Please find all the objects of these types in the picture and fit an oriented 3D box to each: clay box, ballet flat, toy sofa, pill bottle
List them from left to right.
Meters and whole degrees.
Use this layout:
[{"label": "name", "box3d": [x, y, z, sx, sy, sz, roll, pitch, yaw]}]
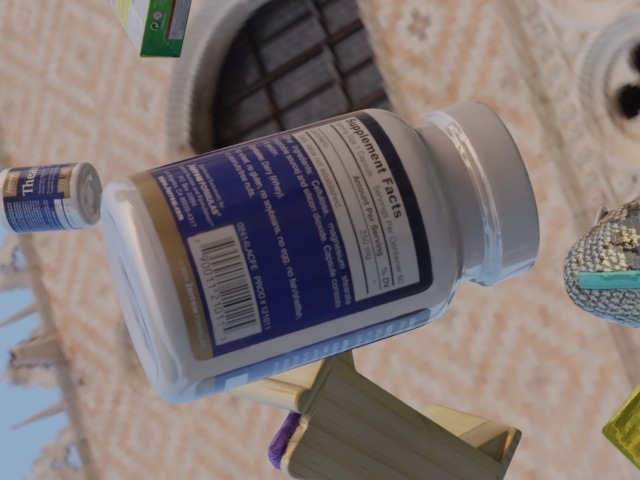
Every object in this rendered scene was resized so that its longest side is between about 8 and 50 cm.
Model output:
[{"label": "pill bottle", "box3d": [-0.283, -0.041, 1.553, 0.067, 0.120, 0.067, -4, -90, -76]}, {"label": "clay box", "box3d": [-0.196, -0.308, 1.703, 0.053, 0.127, 0.222, -2, -143, -24]}, {"label": "pill bottle", "box3d": [0.000, 0.000, 1.033, 0.264, 0.153, 0.153, -16, -99, -14]}, {"label": "toy sofa", "box3d": [0.045, 0.211, 1.712, 0.362, 0.150, 0.177, 35, -106, -41]}, {"label": "ballet flat", "box3d": [0.353, -0.022, 1.430, 0.483, 0.182, 0.164, -20, -77, -55]}]

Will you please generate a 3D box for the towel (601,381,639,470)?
[{"label": "towel", "box3d": [0.412, 0.247, 1.690, 0.237, 0.102, 0.021, 46, -168, 36]}]
